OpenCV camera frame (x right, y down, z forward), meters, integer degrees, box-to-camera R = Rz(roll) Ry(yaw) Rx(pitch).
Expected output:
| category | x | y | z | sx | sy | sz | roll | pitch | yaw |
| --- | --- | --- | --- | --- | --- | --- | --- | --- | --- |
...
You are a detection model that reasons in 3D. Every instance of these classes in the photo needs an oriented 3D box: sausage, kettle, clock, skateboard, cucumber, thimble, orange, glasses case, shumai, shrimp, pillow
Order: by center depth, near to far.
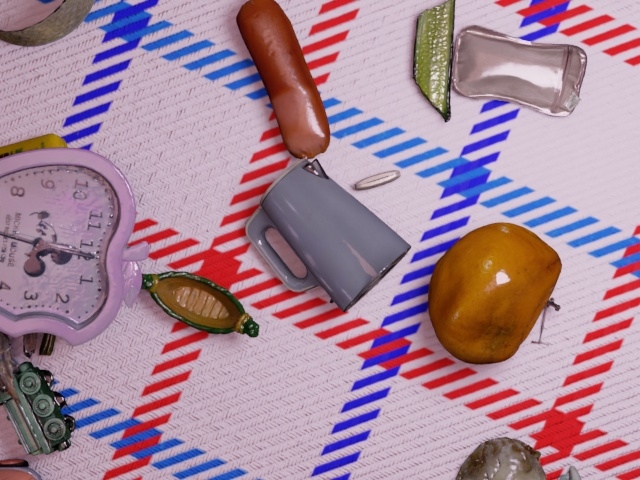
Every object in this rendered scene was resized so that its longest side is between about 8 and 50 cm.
| category | x | y | z | sx | sy | sz | roll | pitch | yaw |
| --- | --- | --- | --- | --- | --- | --- | --- | --- | --- |
| orange | 0.275 | 0.082 | 1.627 | 0.183 | 0.249 | 0.249 | 31 | 90 | 19 |
| clock | -0.452 | 0.004 | 1.652 | 0.338 | 0.102 | 0.339 | -1 | 97 | -12 |
| shumai | 0.311 | 0.430 | 1.657 | 0.184 | 0.142 | 0.184 | 0 | 92 | 1 |
| kettle | 0.000 | 0.000 | 1.688 | 0.243 | 0.160 | 0.211 | 45 | 120 | 8 |
| thimble | -0.521 | -0.474 | 1.695 | 0.270 | 0.150 | 0.271 | 0 | 90 | 3 |
| skateboard | 0.393 | 0.144 | 1.701 | 0.032 | 0.064 | 0.083 | 6 | 100 | -11 |
| shrimp | -0.540 | 0.178 | 1.709 | 0.126 | 0.047 | 0.223 | -24 | 64 | -8 |
| sausage | -0.061 | -0.285 | 1.710 | 0.089 | 0.083 | 0.300 | -21 | 91 | 5 |
| pillow | 0.345 | -0.295 | 1.716 | 0.232 | 0.038 | 0.131 | 11 | 93 | 3 |
| cucumber | 0.197 | -0.314 | 1.720 | 0.070 | 0.046 | 0.220 | 3 | 88 | 4 |
| glasses case | 0.100 | -0.105 | 1.725 | 0.083 | 0.032 | 0.021 | -17 | 85 | 2 |

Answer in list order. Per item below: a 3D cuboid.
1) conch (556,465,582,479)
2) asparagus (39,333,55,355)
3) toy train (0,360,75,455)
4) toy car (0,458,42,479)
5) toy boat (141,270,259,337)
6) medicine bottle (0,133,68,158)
| category | x | y | z | sx | sy | sz | roll | pitch | yaw |
| --- | --- | --- | --- | --- | --- | --- | --- | --- | --- |
| conch | 0.445 | 0.481 | 1.689 | 0.088 | 0.065 | 0.180 | -19 | 75 | 2 |
| asparagus | -0.467 | 0.092 | 1.750 | 0.023 | 0.022 | 0.233 | 14 | 93 | 46 |
| toy train | -0.504 | 0.301 | 1.725 | 0.111 | 0.071 | 0.171 | -28 | 85 | 7 |
| toy car | -0.606 | 0.477 | 1.654 | 0.270 | 0.212 | 0.181 | -1 | 89 | 2 |
| toy boat | -0.207 | 0.110 | 1.706 | 0.229 | 0.088 | 0.089 | 23 | 89 | 3 |
| medicine bottle | -0.587 | -0.101 | 1.731 | 0.308 | 0.076 | 0.111 | -15 | 81 | 3 |
